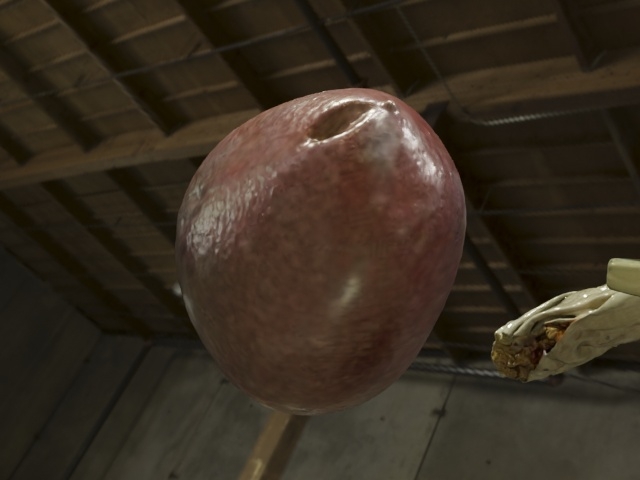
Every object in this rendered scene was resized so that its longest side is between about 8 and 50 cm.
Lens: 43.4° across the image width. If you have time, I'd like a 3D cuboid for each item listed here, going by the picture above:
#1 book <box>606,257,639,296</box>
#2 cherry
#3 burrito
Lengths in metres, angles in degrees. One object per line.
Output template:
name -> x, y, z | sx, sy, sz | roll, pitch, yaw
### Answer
book -> 0.351, 0.035, 0.547 | 0.264, 0.027, 0.202 | 2, 2, -43
cherry -> 0.000, 0.000, 0.670 | 0.221, 0.261, 0.307 | 4, -42, -32
burrito -> 0.364, 0.052, 0.859 | 0.392, 0.076, 0.117 | -25, -27, 9
